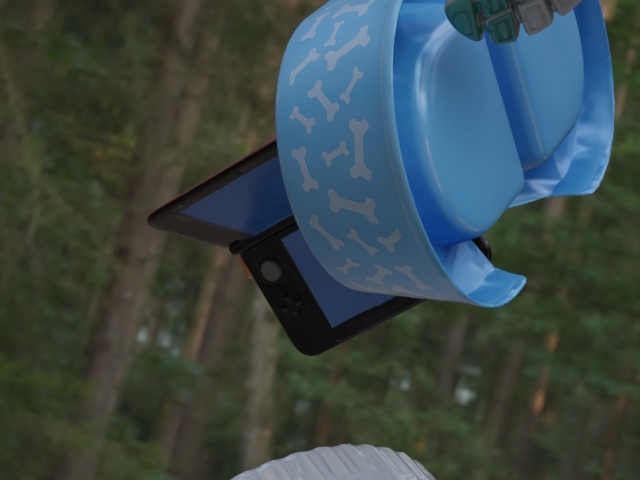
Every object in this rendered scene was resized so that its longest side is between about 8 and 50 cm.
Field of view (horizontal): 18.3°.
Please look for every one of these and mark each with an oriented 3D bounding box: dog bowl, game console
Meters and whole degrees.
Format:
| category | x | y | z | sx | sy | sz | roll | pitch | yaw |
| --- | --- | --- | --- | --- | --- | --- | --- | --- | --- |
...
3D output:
| category | x | y | z | sx | sy | sz | roll | pitch | yaw |
| --- | --- | --- | --- | --- | --- | --- | --- | --- | --- |
| dog bowl | 0.068 | -0.073 | 1.002 | 0.074 | 0.166 | 0.297 | -8 | 20 | 29 |
| game console | 0.000 | 0.000 | 1.106 | 0.144 | 0.124 | 0.085 | -28 | 4 | 31 |

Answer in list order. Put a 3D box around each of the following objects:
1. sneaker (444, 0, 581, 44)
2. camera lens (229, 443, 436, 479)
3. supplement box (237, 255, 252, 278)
| category | x | y | z | sx | sy | sz | roll | pitch | yaw |
| --- | --- | --- | --- | --- | --- | --- | --- | --- | --- |
| sneaker | 0.125 | -0.152 | 0.875 | 0.166 | 0.076 | 0.065 | -20 | -29 | 8 |
| camera lens | 0.034 | 0.254 | 0.862 | 0.219 | 0.219 | 0.274 | 27 | 21 | -50 |
| supplement box | 0.005 | -0.019 | 1.488 | 0.078 | 0.080 | 0.233 | -24 | 6 | -23 |
